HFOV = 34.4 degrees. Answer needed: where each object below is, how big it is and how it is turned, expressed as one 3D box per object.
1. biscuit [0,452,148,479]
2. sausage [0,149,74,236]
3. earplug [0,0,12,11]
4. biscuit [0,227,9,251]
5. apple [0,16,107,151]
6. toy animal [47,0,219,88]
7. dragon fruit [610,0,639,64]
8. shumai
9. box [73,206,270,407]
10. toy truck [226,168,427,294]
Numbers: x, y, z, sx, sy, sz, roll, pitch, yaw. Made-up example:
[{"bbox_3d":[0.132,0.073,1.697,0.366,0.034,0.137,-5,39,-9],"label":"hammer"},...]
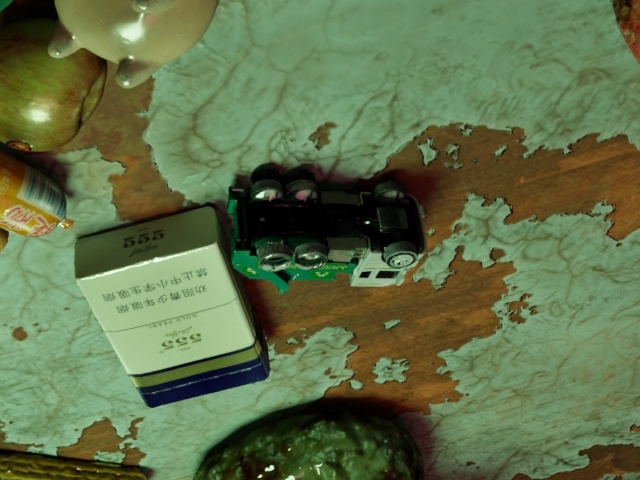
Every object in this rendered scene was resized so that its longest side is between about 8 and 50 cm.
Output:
[{"bbox_3d":[-0.422,0.334,1.417,0.379,0.054,0.094,14,129,-26],"label":"biscuit"},{"bbox_3d":[-0.341,-0.064,1.019,0.071,0.071,0.234,-40,130,25],"label":"sausage"},{"bbox_3d":[-0.378,-0.211,0.794,0.258,0.280,0.163,15,116,20],"label":"earplug"},{"bbox_3d":[-0.494,0.026,1.094,0.284,0.043,0.306,10,134,-26],"label":"biscuit"},{"bbox_3d":[-0.250,-0.144,0.925,0.102,0.126,0.126,26,128,-3],"label":"apple"},{"bbox_3d":[-0.135,-0.252,0.818,0.167,0.154,0.250,22,135,-3],"label":"toy animal"},{"bbox_3d":[0.367,-0.203,0.955,0.282,0.211,0.147,26,128,-30],"label":"dragon fruit"},{"bbox_3d":[-0.008,0.474,1.460,0.395,0.348,0.395,-4,138,-4],"label":"shumai"},{"bbox_3d":[-0.167,0.086,1.215,0.168,0.071,0.259,-14,137,1],"label":"box"},{"bbox_3d":[0.000,0.000,1.149,0.216,0.110,0.116,1,147,-16],"label":"toy truck"}]
